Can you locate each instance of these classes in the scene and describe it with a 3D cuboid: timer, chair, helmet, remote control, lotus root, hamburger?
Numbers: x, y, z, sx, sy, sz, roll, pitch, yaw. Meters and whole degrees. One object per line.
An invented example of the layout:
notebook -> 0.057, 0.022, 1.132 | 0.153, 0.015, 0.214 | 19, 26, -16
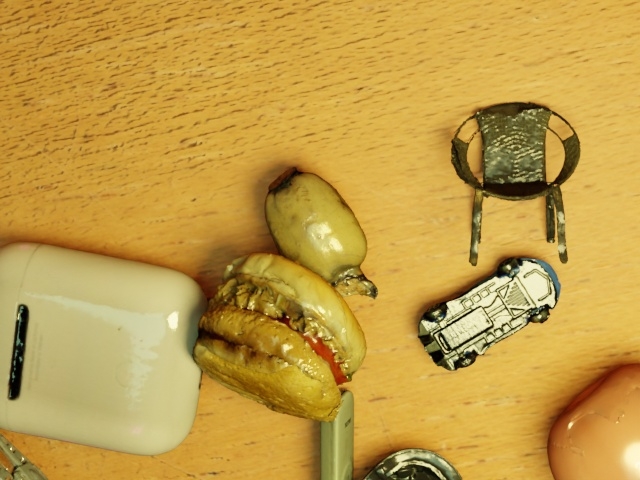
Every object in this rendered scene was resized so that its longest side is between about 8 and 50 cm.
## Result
timer -> 0.431, 0.291, 1.509 | 0.230, 0.229, 0.215 | -37, 85, 12
chair -> 0.267, -0.081, 1.501 | 0.174, 0.149, 0.213 | -2, 97, 8
helmet -> 0.124, 0.389, 1.628 | 0.153, 0.107, 0.177 | 43, 83, 0
remote control -> 0.024, 0.376, 1.644 | 0.038, 0.090, 0.309 | 4, 101, 17
lotus root -> 0.000, 0.000, 1.556 | 0.118, 0.125, 0.220 | -31, 91, -15
hamburger -> -0.052, 0.139, 1.539 | 0.244, 0.244, 0.163 | 24, 65, 1

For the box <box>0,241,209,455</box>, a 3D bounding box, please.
box -> -0.343, 0.160, 1.616 | 0.349, 0.141, 0.288 | 11, 103, 5

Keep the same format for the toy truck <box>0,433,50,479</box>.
toy truck -> -0.536, 0.394, 1.673 | 0.207, 0.173, 0.387 | -44, 96, 6

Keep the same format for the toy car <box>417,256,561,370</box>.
toy car -> 0.241, 0.099, 1.577 | 0.216, 0.063, 0.103 | -32, 96, 6
